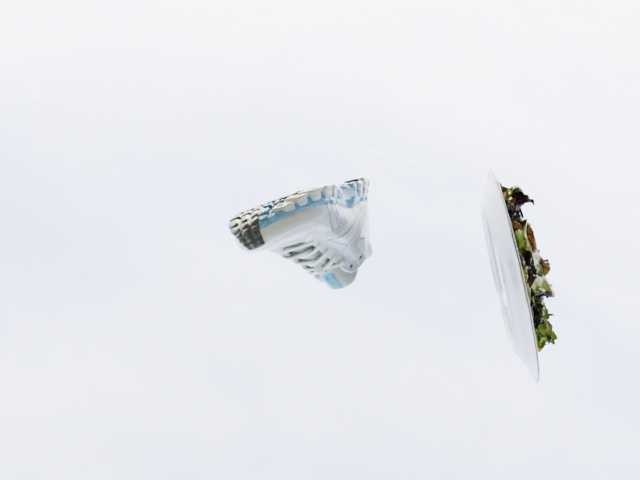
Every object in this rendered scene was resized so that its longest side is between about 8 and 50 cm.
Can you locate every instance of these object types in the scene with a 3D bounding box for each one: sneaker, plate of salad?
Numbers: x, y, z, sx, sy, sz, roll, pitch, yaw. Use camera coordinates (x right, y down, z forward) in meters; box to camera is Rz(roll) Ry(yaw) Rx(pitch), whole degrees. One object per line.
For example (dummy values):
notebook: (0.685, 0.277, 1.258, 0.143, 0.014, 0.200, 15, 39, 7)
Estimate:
sneaker: (0.000, 0.000, 0.693, 0.071, 0.191, 0.082, -14, -89, 28)
plate of salad: (0.183, 0.029, 0.817, 0.048, 0.200, 0.199, -11, -113, 8)
